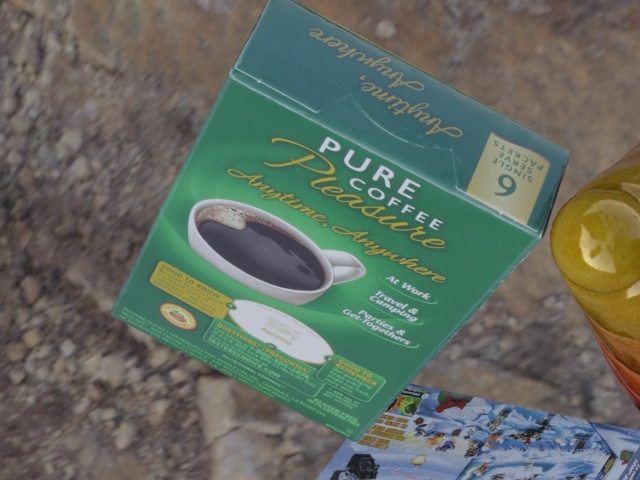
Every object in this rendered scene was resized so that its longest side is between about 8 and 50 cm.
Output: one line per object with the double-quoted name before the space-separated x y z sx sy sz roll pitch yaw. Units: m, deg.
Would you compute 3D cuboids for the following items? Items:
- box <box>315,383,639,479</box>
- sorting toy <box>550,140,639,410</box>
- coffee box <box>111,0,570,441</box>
"box" 0.061 0.109 0.759 0.094 0.137 0.027 -49 130 -31
"sorting toy" 0.198 0.025 0.432 0.126 0.365 0.127 8 93 -52
"coffee box" 0.000 0.000 0.634 0.113 0.184 0.040 27 58 -3
